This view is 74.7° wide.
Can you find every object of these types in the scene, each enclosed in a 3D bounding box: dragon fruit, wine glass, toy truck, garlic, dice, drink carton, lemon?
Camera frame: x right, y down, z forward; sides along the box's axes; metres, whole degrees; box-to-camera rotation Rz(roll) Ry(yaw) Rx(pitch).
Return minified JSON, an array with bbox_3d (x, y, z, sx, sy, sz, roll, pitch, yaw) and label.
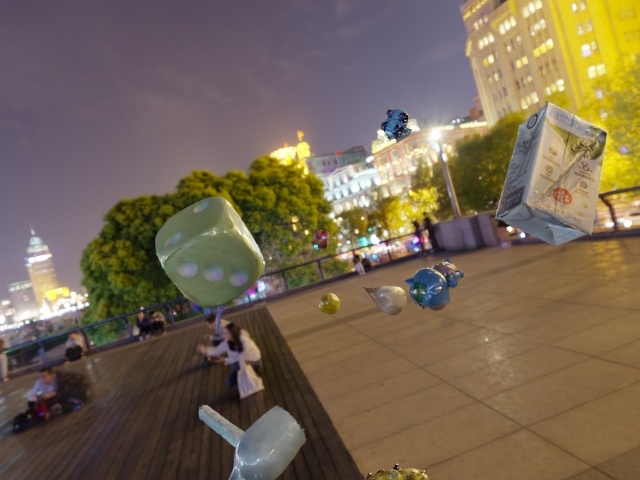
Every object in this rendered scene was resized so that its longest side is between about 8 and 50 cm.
[{"bbox_3d":[0.000,0.000,1.480,0.056,0.060,0.083,8,-15,-4],"label":"dragon fruit"},{"bbox_3d":[-0.180,0.544,0.994,0.321,0.144,0.143,-36,10,-29],"label":"wine glass"},{"bbox_3d":[0.199,-0.286,1.065,0.056,0.073,0.090,28,4,33],"label":"toy truck"},{"bbox_3d":[0.298,0.243,1.782,0.206,0.128,0.115,26,-54,-39],"label":"garlic"},{"bbox_3d":[-0.335,0.033,1.295,0.249,0.252,0.254,-32,32,-4],"label":"dice"},{"bbox_3d":[0.603,-0.168,1.094,0.194,0.325,0.132,24,-19,-5],"label":"drink carton"},{"bbox_3d":[0.028,0.193,1.276,0.065,0.065,0.092,-15,-21,10],"label":"lemon"}]

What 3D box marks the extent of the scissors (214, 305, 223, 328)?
[{"bbox_3d":[-0.371,0.184,1.615,0.160,0.318,0.024,12,0,29],"label":"scissors"}]

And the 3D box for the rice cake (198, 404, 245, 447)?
[{"bbox_3d":[-0.283,0.541,1.219,0.210,0.043,0.034,17,18,36],"label":"rice cake"}]

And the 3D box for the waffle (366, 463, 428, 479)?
[{"bbox_3d":[0.133,0.710,1.032,0.382,0.380,0.095,-39,33,-2],"label":"waffle"}]

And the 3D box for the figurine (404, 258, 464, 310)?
[{"bbox_3d":[0.303,0.125,1.090,0.114,0.145,0.178,31,44,34],"label":"figurine"}]
